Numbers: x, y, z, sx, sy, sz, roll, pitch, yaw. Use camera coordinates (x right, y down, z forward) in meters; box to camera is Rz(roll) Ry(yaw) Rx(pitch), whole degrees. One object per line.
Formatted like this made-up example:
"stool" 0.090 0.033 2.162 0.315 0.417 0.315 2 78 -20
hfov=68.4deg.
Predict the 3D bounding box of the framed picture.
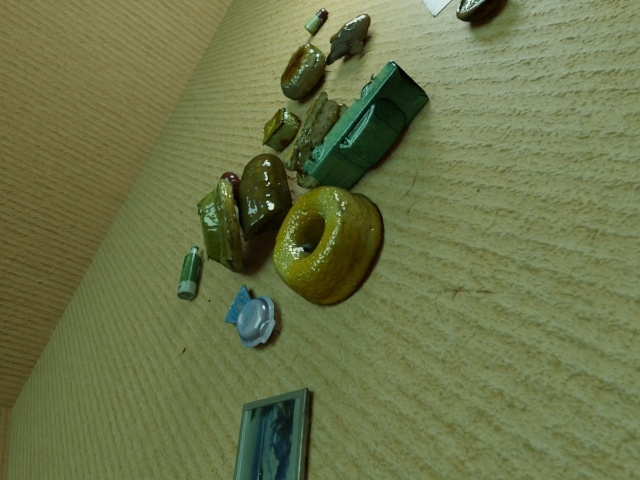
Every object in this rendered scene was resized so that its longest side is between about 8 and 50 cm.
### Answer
"framed picture" -0.107 0.475 0.953 0.232 0.024 0.315 -30 44 40

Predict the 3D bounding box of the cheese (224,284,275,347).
"cheese" -0.182 0.198 1.228 0.244 0.052 0.135 20 80 57

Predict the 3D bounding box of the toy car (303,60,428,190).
"toy car" 0.103 -0.249 1.100 0.321 0.141 0.097 -49 42 18

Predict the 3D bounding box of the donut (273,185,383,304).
"donut" 0.000 0.000 1.083 0.303 0.110 0.303 -33 43 37

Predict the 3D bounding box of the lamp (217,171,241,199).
"lamp" -0.317 -0.191 1.653 0.101 0.090 0.101 31 126 56

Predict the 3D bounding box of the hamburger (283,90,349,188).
"hamburger" -0.015 -0.261 1.297 0.262 0.124 0.131 -65 15 -13

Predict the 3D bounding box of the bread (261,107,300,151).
"bread" -0.133 -0.371 1.560 0.140 0.069 0.128 -42 37 32

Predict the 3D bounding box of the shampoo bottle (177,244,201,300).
"shampoo bottle" -0.453 0.106 1.641 0.065 0.065 0.205 -32 43 36

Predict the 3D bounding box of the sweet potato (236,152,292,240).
"sweet potato" -0.167 -0.150 1.374 0.157 0.157 0.370 -40 40 29

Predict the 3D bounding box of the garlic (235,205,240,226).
"garlic" -0.321 -0.089 1.579 0.174 0.099 0.124 42 111 36

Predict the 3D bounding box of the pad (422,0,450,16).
"pad" 0.348 -0.672 1.209 0.190 0.004 0.127 -40 39 29

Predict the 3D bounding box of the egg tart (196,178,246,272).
"egg tart" -0.289 -0.034 1.366 0.290 0.115 0.291 169 90 -78

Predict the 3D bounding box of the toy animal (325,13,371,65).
"toy animal" 0.083 -0.627 1.460 0.188 0.089 0.179 -36 28 32

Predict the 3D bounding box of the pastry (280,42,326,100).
"pastry" -0.059 -0.563 1.581 0.182 0.093 0.193 -46 33 23

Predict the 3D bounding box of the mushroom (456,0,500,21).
"mushroom" 0.359 -0.539 1.054 0.123 0.052 0.123 -41 32 33

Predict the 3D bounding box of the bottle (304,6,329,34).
"bottle" -0.011 -0.815 1.749 0.101 0.047 0.063 -42 74 19
